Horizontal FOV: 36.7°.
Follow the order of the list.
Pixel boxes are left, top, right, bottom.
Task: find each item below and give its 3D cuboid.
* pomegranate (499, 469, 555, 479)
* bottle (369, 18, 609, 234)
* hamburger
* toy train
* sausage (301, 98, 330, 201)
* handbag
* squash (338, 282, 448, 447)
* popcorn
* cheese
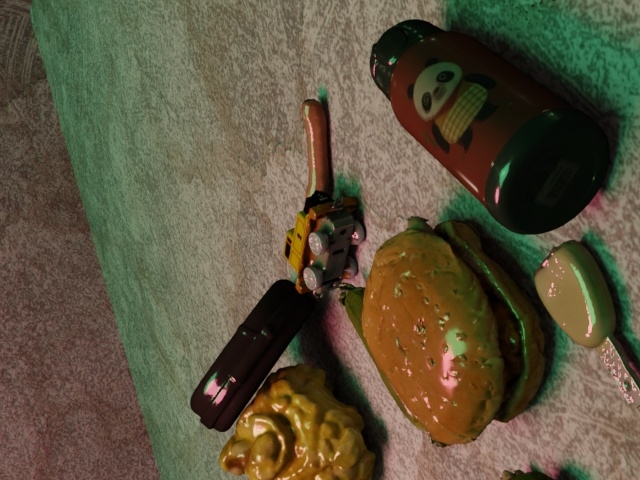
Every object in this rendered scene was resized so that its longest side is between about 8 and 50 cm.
[{"bbox_3d":[0.262,0.338,1.205,0.142,0.115,0.114,-101,6,-72],"label":"pomegranate"},{"bbox_3d":[0.171,-0.148,1.107,0.336,0.144,0.144,50,144,47],"label":"bottle"},{"bbox_3d":[0.160,0.115,1.260,0.283,0.145,0.259,-122,28,-47],"label":"hamburger"},{"bbox_3d":[0.000,0.000,1.593,0.127,0.089,0.219,49,143,36],"label":"toy train"},{"bbox_3d":[-0.007,-0.142,1.601,0.043,0.043,0.186,32,129,57],"label":"sausage"},{"bbox_3d":[-0.125,0.205,1.746,0.093,0.308,0.254,35,177,3],"label":"handbag"},{"bbox_3d":[0.112,0.172,1.475,0.318,0.071,0.080,59,-171,29],"label":"squash"},{"bbox_3d":[-0.033,0.367,1.697,0.250,0.235,0.241,38,118,37],"label":"popcorn"},{"bbox_3d":[0.303,0.096,1.064,0.192,0.037,0.097,65,154,25],"label":"cheese"}]
